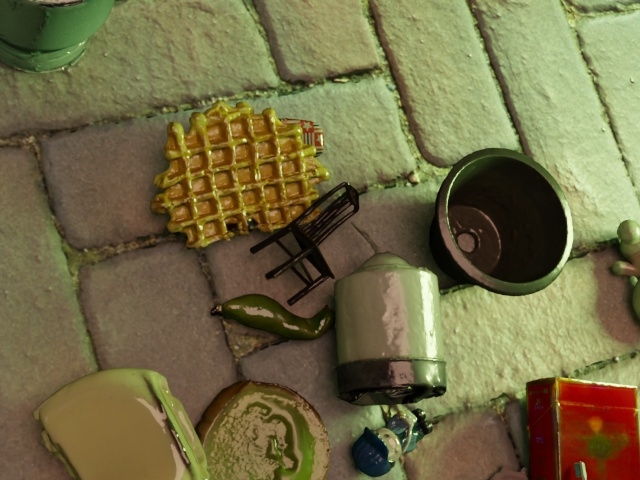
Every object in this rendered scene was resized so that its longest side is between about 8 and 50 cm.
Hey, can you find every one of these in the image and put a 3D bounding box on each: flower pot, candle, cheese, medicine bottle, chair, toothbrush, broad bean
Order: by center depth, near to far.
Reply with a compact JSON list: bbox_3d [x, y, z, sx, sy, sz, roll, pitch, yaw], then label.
[{"bbox_3d":[-0.299,0.324,1.466,0.233,0.127,0.266,-29,79,-8],"label":"cheese"},{"bbox_3d":[-0.438,-0.407,1.546,0.245,0.290,0.245,6,72,-18],"label":"medicine bottle"},{"bbox_3d":[0.441,0.472,1.644,0.017,0.022,0.204,10,72,-44],"label":"toothbrush"},{"bbox_3d":[0.000,0.000,1.651,0.212,0.101,0.084,-35,131,-8],"label":"chair"},{"bbox_3d":[0.109,0.115,1.655,0.187,0.187,0.330,2,73,-19],"label":"candle"},{"bbox_3d":[-0.078,0.127,1.656,0.213,0.048,0.070,9,73,-18],"label":"broad bean"},{"bbox_3d":[0.296,-0.014,1.766,0.269,0.166,0.269,7,71,-19],"label":"flower pot"}]

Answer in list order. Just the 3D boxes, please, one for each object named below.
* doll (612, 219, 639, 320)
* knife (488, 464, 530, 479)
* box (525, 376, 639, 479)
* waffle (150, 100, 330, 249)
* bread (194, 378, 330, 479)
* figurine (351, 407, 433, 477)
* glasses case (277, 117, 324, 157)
[{"bbox_3d":[0.658,0.077,1.900,0.155,0.113,0.275,-23,89,-3],"label":"doll"},{"bbox_3d":[0.309,0.582,1.673,0.132,0.038,0.399,13,71,-19],"label":"knife"},{"bbox_3d":[0.466,0.406,1.737,0.197,0.089,0.313,9,74,-25],"label":"box"},{"bbox_3d":[-0.139,-0.095,1.663,0.309,0.065,0.283,34,82,-18],"label":"waffle"},{"bbox_3d":[-0.097,0.338,1.580,0.236,0.070,0.236,5,75,-17],"label":"bread"},{"bbox_3d":[0.117,0.334,1.658,0.149,0.087,0.086,-26,86,-39],"label":"figurine"},{"bbox_3d":[-0.089,-0.177,1.731,0.194,0.049,0.073,-3,97,-20],"label":"glasses case"}]
